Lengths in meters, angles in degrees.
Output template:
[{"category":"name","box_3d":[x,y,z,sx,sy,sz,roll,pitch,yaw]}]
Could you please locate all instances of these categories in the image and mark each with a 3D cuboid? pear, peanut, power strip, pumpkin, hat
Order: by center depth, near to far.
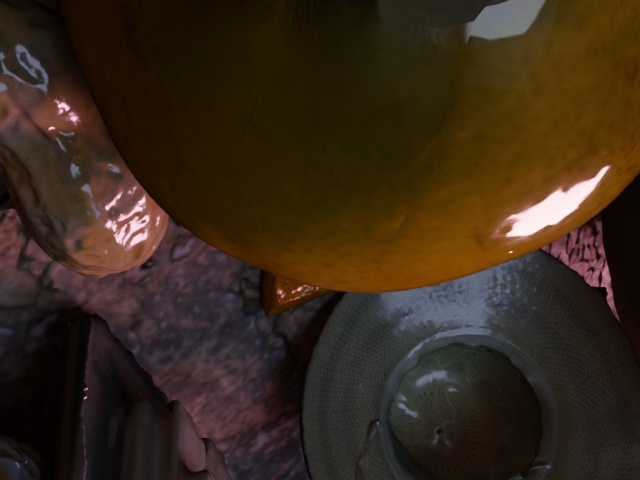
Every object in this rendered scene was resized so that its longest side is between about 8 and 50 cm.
[{"category":"pear","box_3d":[0.043,-0.102,0.523,0.285,0.285,0.336,-51,144,1]},{"category":"peanut","box_3d":[-0.121,-0.046,0.560,0.080,0.080,0.174,-39,136,-13]},{"category":"power strip","box_3d":[-0.075,0.165,0.657,0.064,0.213,0.198,-15,139,14]},{"category":"pumpkin","box_3d":[0.001,0.001,0.733,0.073,0.035,0.101,-24,129,-30]},{"category":"hat","box_3d":[0.096,0.126,0.838,0.252,0.252,0.110,-33,177,-18]}]

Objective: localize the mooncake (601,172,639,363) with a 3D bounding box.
[{"category":"mooncake","box_3d":[0.424,0.018,0.795,0.467,0.467,0.262,-34,129,-17]}]

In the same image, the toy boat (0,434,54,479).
[{"category":"toy boat","box_3d":[-0.132,0.269,0.714,0.136,0.162,0.445,-40,137,-15]}]
